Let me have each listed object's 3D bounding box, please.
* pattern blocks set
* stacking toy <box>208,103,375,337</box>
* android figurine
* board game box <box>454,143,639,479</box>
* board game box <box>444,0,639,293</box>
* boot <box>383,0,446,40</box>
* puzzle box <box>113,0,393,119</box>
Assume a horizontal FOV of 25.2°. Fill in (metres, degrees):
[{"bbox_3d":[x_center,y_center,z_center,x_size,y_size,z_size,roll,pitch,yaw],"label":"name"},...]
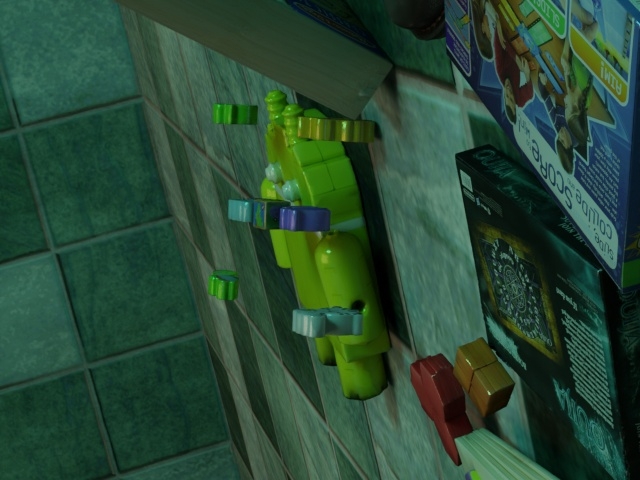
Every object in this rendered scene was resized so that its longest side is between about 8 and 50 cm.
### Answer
[{"bbox_3d":[0.132,0.195,0.868,0.325,0.026,0.285,157,91,-81],"label":"pattern blocks set"},{"bbox_3d":[-0.030,-0.023,1.155,0.221,0.052,0.167,15,104,59],"label":"stacking toy"},{"bbox_3d":[0.000,0.000,1.270,0.248,0.056,0.273,-130,24,-66],"label":"android figurine"},{"bbox_3d":[0.123,0.035,0.748,0.186,0.026,0.126,-128,23,-64],"label":"board game box"},{"bbox_3d":[0.105,-0.091,0.633,0.201,0.035,0.136,-117,15,-47],"label":"board game box"},{"bbox_3d":[-0.038,-0.193,0.692,0.091,0.229,0.263,-117,16,-47],"label":"boot"},{"bbox_3d":[-0.159,-0.240,0.976,0.052,0.409,0.272,-54,35,19],"label":"puzzle box"}]
